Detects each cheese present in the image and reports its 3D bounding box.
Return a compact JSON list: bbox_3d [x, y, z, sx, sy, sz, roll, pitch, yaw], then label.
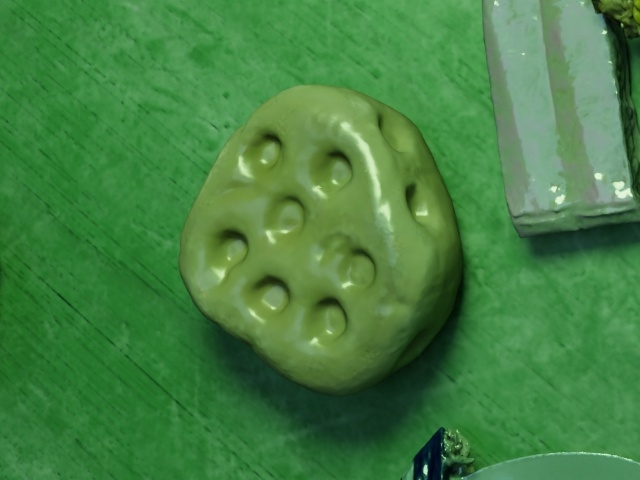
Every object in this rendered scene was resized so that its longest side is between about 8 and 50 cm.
[{"bbox_3d":[0.000,0.000,1.489,0.218,0.117,0.235,-1,91,28],"label":"cheese"}]

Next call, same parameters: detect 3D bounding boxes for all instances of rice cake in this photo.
[{"bbox_3d":[0.174,-0.155,1.438,0.106,0.050,0.298,-8,87,25],"label":"rice cake"}]

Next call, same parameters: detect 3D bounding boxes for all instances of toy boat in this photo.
[{"bbox_3d":[0.184,0.226,1.431,0.291,0.067,0.220,-18,82,23],"label":"toy boat"}]

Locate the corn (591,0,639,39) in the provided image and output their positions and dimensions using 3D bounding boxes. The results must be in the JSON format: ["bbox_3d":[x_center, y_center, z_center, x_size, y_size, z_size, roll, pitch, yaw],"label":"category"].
[{"bbox_3d":[0.335,-0.207,1.323,0.322,0.119,0.119,-11,85,18],"label":"corn"}]
